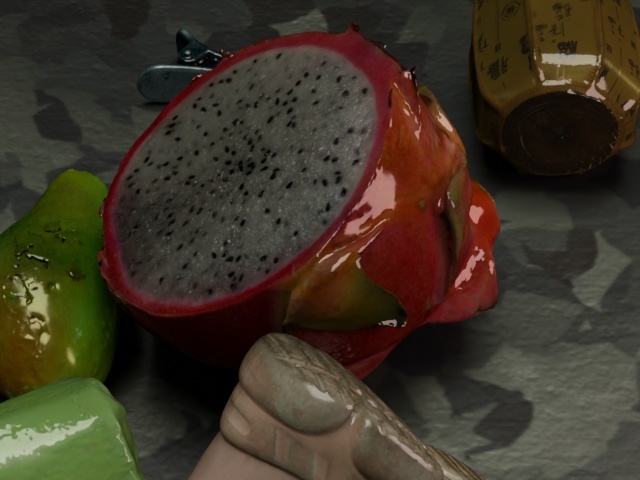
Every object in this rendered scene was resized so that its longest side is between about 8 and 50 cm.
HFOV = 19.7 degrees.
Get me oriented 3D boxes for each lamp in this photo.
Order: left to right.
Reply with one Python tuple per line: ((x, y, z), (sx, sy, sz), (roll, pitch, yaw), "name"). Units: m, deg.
((0.209, -0.154, 1.651), (0.161, 0.161, 0.185), (3, 45, 3), "lamp")

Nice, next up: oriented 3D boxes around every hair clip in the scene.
((-0.029, -0.125, 1.694), (0.275, 0.048, 0.083), (20, 44, 17), "hair clip")

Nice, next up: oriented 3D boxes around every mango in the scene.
((-0.216, 0.036, 1.476), (0.111, 0.125, 0.233), (-15, 48, 23), "mango")

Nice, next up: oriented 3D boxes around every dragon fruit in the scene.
((0.000, 0.000, 1.454), (0.305, 0.226, 0.305), (-21, 46, 24), "dragon fruit")

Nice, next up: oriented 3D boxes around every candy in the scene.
((-0.286, 0.204, 1.288), (0.343, 0.132, 0.142), (-20, 14, -21), "candy")

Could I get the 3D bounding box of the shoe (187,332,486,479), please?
((0.038, 0.230, 1.226), (0.198, 0.351, 0.172), (-48, 15, 3), "shoe")
